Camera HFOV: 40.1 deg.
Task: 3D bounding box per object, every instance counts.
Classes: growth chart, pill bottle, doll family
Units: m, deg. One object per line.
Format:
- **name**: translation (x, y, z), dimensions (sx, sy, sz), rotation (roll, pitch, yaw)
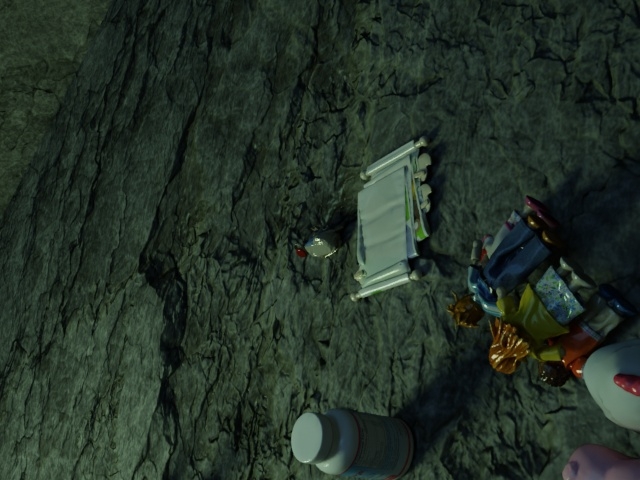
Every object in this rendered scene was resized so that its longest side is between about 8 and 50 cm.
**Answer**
- **growth chart**: translation (0.109, -0.034, 1.338), dimensions (0.172, 0.021, 0.237), rotation (-16, 64, 48)
- **pill bottle**: translation (0.043, 0.274, 1.183), dimensions (0.087, 0.160, 0.087), rotation (-25, 57, 46)
- **doll family**: translation (0.234, 0.063, 1.054), dimensions (0.163, 0.118, 0.263), rotation (-54, 40, 24)

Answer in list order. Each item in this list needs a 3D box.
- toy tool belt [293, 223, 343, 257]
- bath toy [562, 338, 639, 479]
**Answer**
- **toy tool belt**: translation (0.000, 0.000, 1.453), dimensions (0.083, 0.052, 0.051), rotation (-15, 33, 46)
- **bath toy**: translation (0.302, 0.271, 0.878), dimensions (0.151, 0.129, 0.348), rotation (12, 86, 20)
